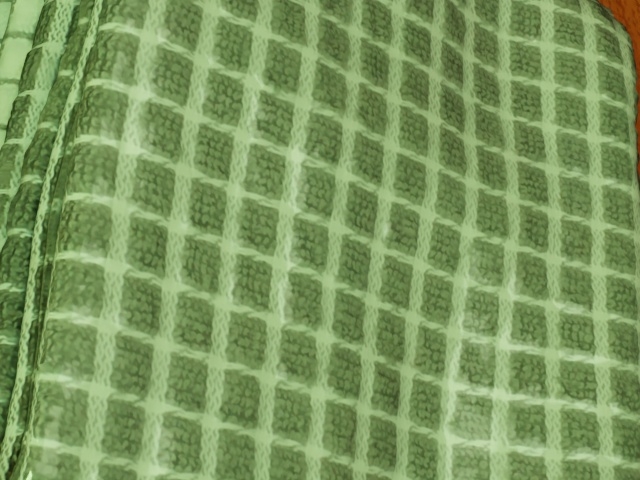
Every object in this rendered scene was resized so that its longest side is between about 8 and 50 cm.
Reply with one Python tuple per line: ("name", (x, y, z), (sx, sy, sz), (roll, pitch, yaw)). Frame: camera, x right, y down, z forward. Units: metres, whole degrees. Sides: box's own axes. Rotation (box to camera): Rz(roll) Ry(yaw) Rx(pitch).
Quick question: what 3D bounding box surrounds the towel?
("towel", (0.000, 0.000, 0.496), (0.235, 0.121, 0.284), (21, 59, -33))
